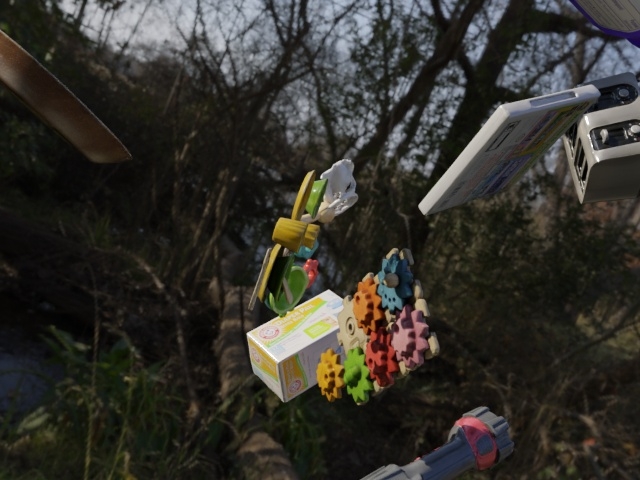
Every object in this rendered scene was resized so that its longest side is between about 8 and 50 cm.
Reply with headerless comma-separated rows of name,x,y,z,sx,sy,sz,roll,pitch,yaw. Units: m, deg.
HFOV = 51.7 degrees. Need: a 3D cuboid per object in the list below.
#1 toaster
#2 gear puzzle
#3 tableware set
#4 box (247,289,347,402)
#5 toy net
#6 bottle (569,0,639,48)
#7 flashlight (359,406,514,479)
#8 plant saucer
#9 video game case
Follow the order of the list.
toaster,0.496,-0.168,1.141,0.110,0.168,0.186,-8,-28,11
gear puzzle,0.057,0.154,1.013,0.044,0.339,0.175,2,60,-26
tableware set,-0.016,-0.003,0.515,0.024,0.104,0.154,19,8,4
box,-0.024,0.199,1.268,0.203,0.103,0.114,-26,37,-29
toy net,0.000,0.000,0.900,0.045,0.232,0.122,26,-11,34
bottle,0.276,-0.238,0.569,0.283,0.118,0.092,19,12,-41
flashlight,0.188,0.372,1.091,0.304,0.103,0.103,-14,31,-35
plant saucer,-0.285,-0.144,0.694,0.198,0.036,0.198,39,-10,8
video game case,0.255,-0.122,0.908,0.193,0.212,0.023,-18,66,-33
